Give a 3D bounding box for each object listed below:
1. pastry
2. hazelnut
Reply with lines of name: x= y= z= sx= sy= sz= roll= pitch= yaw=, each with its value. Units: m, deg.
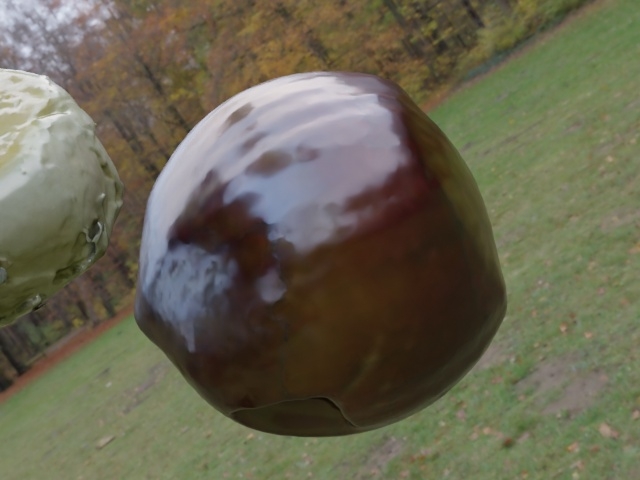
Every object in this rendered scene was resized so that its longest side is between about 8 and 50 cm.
pastry: x=-0.291 y=-0.034 z=0.645 sx=0.265 sy=0.133 sz=0.265 roll=-8 pitch=43 yaw=8
hazelnut: x=0.000 y=0.000 z=0.893 sx=0.402 sy=0.429 sz=0.402 roll=-14 pitch=-39 yaw=-11
